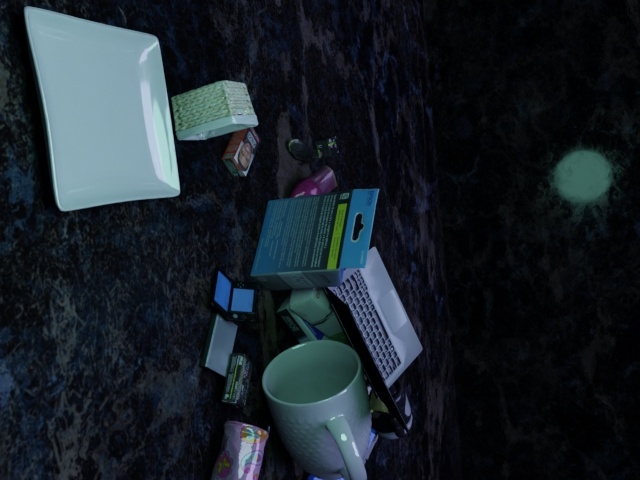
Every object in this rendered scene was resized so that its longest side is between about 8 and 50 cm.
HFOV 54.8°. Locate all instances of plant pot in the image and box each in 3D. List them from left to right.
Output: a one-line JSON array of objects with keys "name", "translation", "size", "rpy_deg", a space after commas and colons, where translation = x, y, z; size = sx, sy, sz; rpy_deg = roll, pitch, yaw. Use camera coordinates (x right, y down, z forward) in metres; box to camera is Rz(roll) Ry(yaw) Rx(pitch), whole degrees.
[{"name": "plant pot", "translation": [0.206, 0.574, 2.207], "size": [0.083, 0.083, 0.079], "rpy_deg": [46, 46, -54]}]

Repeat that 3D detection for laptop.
[{"name": "laptop", "translation": [0.193, 0.255, 1.724], "size": [0.408, 0.236, 0.382], "rpy_deg": [-36, 106, -41]}]

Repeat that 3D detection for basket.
[{"name": "basket", "translation": [-0.248, -0.300, 1.429], "size": [0.113, 0.167, 0.103], "rpy_deg": [-20, 100, -64]}]

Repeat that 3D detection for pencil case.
[{"name": "pencil case", "translation": [-0.202, 0.572, 1.451], "size": [0.124, 0.124, 0.284], "rpy_deg": [54, 38, -49]}]

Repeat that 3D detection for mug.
[{"name": "mug", "translation": [0.025, 0.508, 1.686], "size": [0.374, 0.276, 0.328], "rpy_deg": [-137, -150, -60]}]

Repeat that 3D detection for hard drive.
[{"name": "hard drive", "translation": [-0.248, 0.257, 1.511], "size": [0.094, 0.022, 0.135], "rpy_deg": [48, 44, -52]}]

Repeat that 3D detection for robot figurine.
[{"name": "robot figurine", "translation": [0.255, 0.627, 2.351], "size": [0.209, 0.174, 0.278], "rpy_deg": [-54, 134, -46]}]

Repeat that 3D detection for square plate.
[{"name": "square plate", "translation": [-0.415, -0.243, 1.198], "size": [0.344, 0.049, 0.347], "rpy_deg": [-20, 105, -65]}]

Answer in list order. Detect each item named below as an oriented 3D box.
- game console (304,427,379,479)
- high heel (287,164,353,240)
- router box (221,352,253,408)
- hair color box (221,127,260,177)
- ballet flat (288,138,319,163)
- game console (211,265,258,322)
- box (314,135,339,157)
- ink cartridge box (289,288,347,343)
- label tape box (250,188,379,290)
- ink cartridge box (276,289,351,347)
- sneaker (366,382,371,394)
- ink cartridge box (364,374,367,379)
[{"name": "game console", "translation": [0.057, 0.734, 2.013], "size": [0.250, 0.173, 0.293], "rpy_deg": [39, 61, -18]}, {"name": "high heel", "translation": [-0.008, -0.057, 2.027], "size": [0.181, 0.127, 0.377], "rpy_deg": [-41, 133, -25]}, {"name": "router box", "translation": [-0.206, 0.352, 1.539], "size": [0.092, 0.038, 0.122], "rpy_deg": [74, 22, -64]}, {"name": "hair color box", "translation": [-0.210, -0.242, 1.641], "size": [0.072, 0.043, 0.141], "rpy_deg": [60, 36, -45]}, {"name": "ballet flat", "translation": [-0.060, -0.288, 1.984], "size": [0.057, 0.049, 0.173], "rpy_deg": [-49, 154, 10]}, {"name": "game console", "translation": [-0.211, 0.133, 1.529], "size": [0.071, 0.107, 0.122], "rpy_deg": [100, -6, -49]}, {"name": "box", "translation": [0.022, -0.325, 2.140], "size": [0.083, 0.052, 0.062], "rpy_deg": [-41, 123, -61]}, {"name": "ink cartridge box", "translation": [0.023, 0.181, 1.833], "size": [0.219, 0.093, 0.160], "rpy_deg": [40, 40, -30]}, {"name": "label tape box", "translation": [0.000, 0.000, 1.692], "size": [0.115, 0.348, 0.249], "rpy_deg": [50, 44, -50]}, {"name": "ink cartridge box", "translation": [0.026, 0.243, 1.936], "size": [0.303, 0.072, 0.307], "rpy_deg": [53, 33, -12]}, {"name": "sneaker", "translation": [0.101, 0.568, 2.127], "size": [0.292, 0.110, 0.118], "rpy_deg": [4, 91, -64]}, {"name": "ink cartridge box", "translation": [0.149, 0.321, 2.173], "size": [0.201, 0.117, 0.278], "rpy_deg": [42, 46, -28]}]
